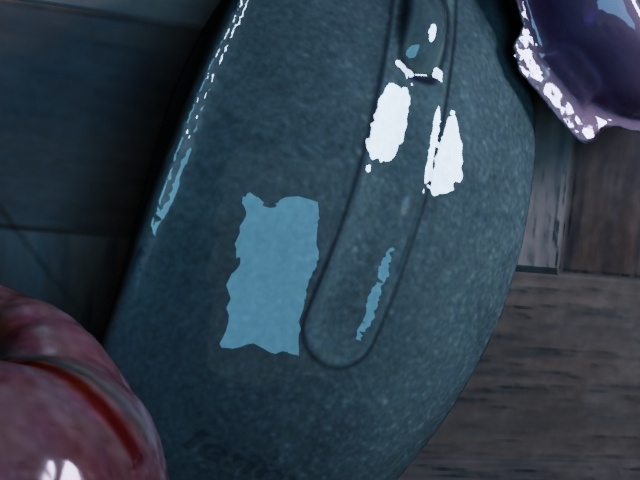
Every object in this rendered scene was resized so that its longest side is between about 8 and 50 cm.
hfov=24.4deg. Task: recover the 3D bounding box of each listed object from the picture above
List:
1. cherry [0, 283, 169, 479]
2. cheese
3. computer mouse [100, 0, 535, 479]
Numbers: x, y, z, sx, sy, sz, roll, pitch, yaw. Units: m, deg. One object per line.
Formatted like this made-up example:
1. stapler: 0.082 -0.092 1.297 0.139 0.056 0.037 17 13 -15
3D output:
1. cherry: -0.174 0.113 0.610 0.213 0.236 0.285 5 119 -24
2. cheese: 0.195 -0.177 0.831 0.189 0.074 0.286 44 65 -23
3. computer mouse: 0.003 0.001 0.742 0.203 0.114 0.373 22 85 -23
